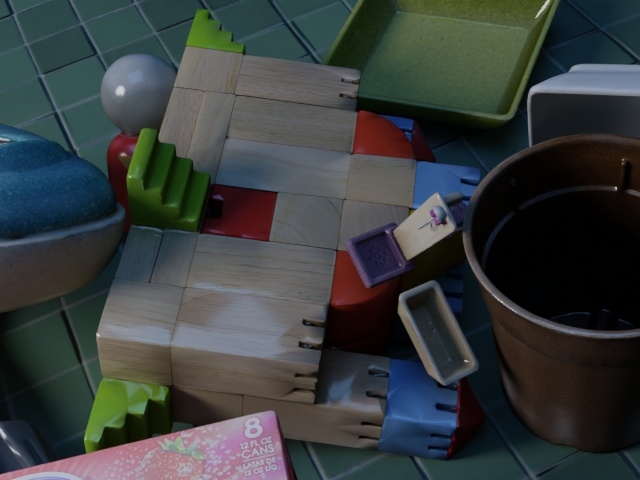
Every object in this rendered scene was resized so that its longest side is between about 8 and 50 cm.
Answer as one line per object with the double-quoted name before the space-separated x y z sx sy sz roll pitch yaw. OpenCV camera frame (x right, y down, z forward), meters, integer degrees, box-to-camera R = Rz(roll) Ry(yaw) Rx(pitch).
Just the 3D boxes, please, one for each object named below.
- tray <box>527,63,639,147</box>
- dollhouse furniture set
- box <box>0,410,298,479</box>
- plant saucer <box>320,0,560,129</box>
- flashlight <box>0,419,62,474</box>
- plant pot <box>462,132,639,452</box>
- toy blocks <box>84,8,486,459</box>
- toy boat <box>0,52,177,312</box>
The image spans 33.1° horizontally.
"tray" 0.222 -0.075 0.759 0.145 0.270 0.030 4 81 13
"dollhouse furniture set" 0.091 0.023 0.687 0.091 0.081 0.114 -21 79 -29
"box" -0.146 0.225 0.620 0.300 0.154 0.142 -14 48 -1
"plant saucer" 0.111 -0.171 1.000 0.188 0.045 0.188 12 51 20
"flashlight" -0.283 0.099 0.802 0.103 0.103 0.304 -49 58 1
"plant pot" 0.180 0.046 0.712 0.167 0.165 0.167 -5 47 5
"toy blocks" 0.000 0.000 0.803 0.260 0.191 0.381 7 50 1
"toy boat" -0.224 -0.057 0.800 0.267 0.148 0.318 15 20 32
